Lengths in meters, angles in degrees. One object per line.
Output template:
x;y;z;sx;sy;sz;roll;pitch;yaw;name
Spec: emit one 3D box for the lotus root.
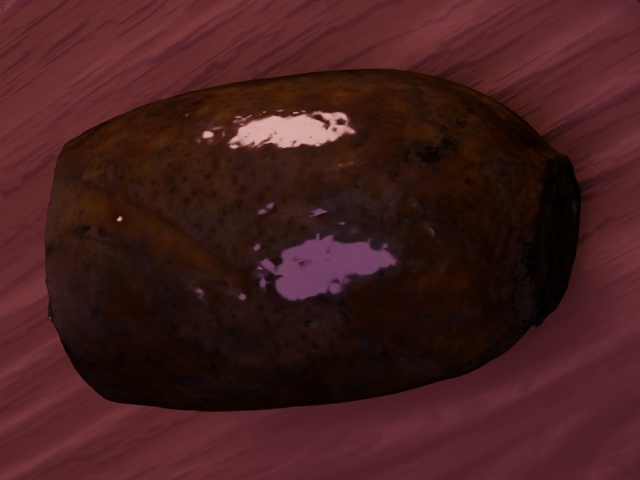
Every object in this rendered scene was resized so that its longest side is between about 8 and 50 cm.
0.000;0.000;1.084;0.346;0.250;0.250;-3;97;22;lotus root
